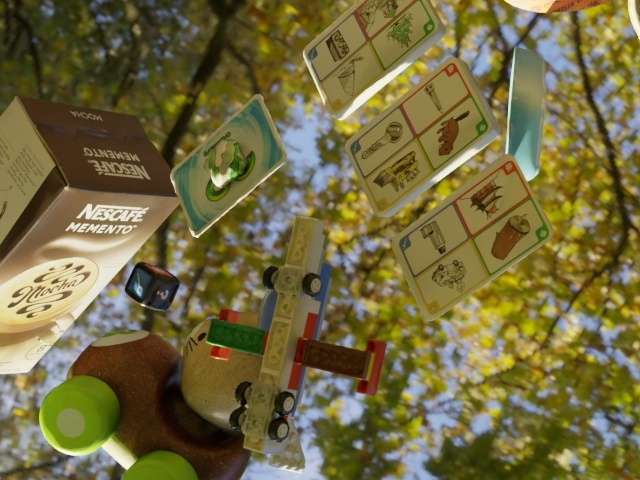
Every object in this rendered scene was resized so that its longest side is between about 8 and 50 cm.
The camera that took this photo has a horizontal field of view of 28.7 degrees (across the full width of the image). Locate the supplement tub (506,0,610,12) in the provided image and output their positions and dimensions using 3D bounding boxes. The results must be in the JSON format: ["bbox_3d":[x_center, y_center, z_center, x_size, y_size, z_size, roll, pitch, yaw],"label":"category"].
[{"bbox_3d":[0.219,-0.404,1.196,0.207,0.207,0.337,-23,-116,35],"label":"supplement tub"}]

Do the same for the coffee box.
[{"bbox_3d":[-0.300,0.005,1.260,0.297,0.168,0.119,-45,-116,25],"label":"coffee box"}]

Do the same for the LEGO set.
[{"bbox_3d":[0.000,0.000,0.667,0.244,0.060,0.182,-39,-124,24],"label":"LEGO set"}]

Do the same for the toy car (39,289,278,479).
[{"bbox_3d":[-0.078,0.086,0.894,0.149,0.155,0.188,43,-74,3],"label":"toy car"}]

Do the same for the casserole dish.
[{"bbox_3d":[0.208,-0.127,1.277,0.037,0.114,0.188,5,-153,8],"label":"casserole dish"}]

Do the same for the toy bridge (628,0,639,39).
[{"bbox_3d":[0.306,-0.189,1.082,0.063,0.188,0.026,-30,-166,5],"label":"toy bridge"}]
